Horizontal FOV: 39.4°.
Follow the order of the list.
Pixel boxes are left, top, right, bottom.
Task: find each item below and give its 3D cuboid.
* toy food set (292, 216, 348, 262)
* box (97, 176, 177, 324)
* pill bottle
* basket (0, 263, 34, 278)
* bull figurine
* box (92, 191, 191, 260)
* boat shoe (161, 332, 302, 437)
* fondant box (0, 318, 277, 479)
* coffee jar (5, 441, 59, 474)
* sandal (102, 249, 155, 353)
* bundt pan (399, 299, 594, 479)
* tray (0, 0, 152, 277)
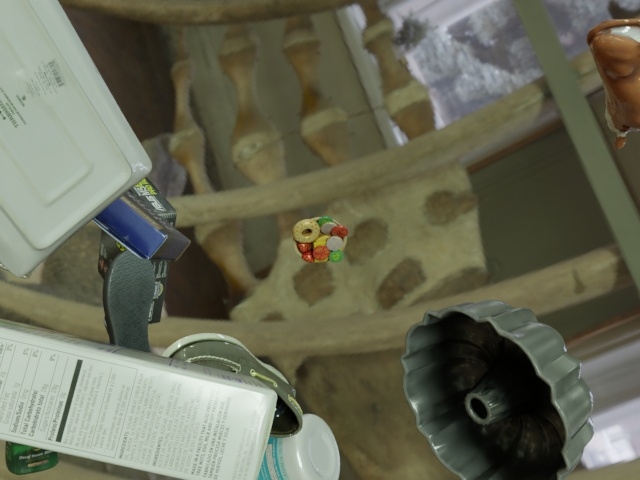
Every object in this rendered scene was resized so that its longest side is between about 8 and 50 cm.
[{"bbox_3d":[0.000,0.000,1.320,0.020,0.083,0.083,-102,-174,-57],"label":"toy food set"},{"bbox_3d":[-0.380,0.005,1.828,0.060,0.270,0.216,-8,37,-33],"label":"box"},{"bbox_3d":[-0.109,0.406,1.604,0.146,0.264,0.146,41,39,-46],"label":"pill bottle"},{"bbox_3d":[-0.636,-0.019,1.920,0.113,0.103,0.167,28,66,-13],"label":"basket"},{"bbox_3d":[0.539,-0.253,1.465,0.310,0.189,0.101,41,56,-49],"label":"bull figurine"},{"bbox_3d":[-0.209,-0.032,0.933,0.136,0.036,0.225,39,-1,0],"label":"box"},{"bbox_3d":[-0.125,0.227,1.360,0.091,0.109,0.305,51,8,38],"label":"boat shoe"},{"bbox_3d":[-0.221,0.145,0.857,0.238,0.331,0.096,145,-40,-80],"label":"fondant box"},{"bbox_3d":[-0.528,0.328,1.624,0.079,0.096,0.184,37,-51,56],"label":"coffee jar"},{"bbox_3d":[-0.350,0.138,1.594,0.097,0.055,0.254,-4,100,-43],"label":"sandal"},{"bbox_3d":[0.281,0.236,1.376,0.124,0.331,0.330,-22,85,-35],"label":"bundt pan"},{"bbox_3d":[-0.217,-0.095,0.617,0.030,0.145,0.270,32,-23,38],"label":"tray"}]
